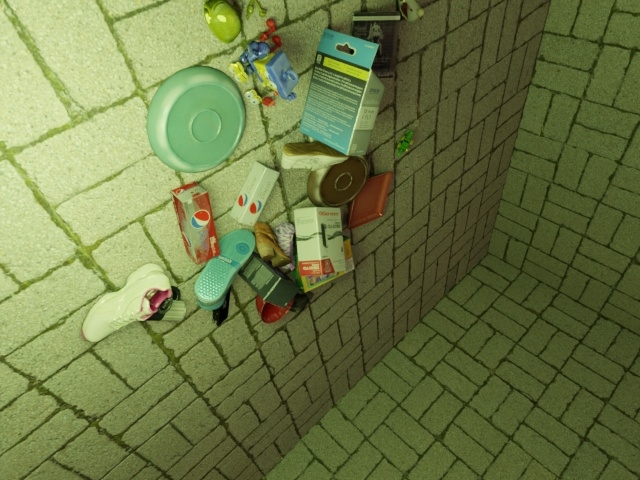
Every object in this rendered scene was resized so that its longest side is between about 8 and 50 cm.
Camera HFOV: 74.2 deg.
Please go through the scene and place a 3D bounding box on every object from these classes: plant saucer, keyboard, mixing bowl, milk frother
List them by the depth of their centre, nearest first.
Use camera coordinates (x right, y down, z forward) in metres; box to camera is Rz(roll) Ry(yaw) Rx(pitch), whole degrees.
[{"bbox_3d":[-0.341,-0.336,1.228,0.318,0.044,0.317,-32,140,-31],"label":"plant saucer"},{"bbox_3d":[-0.507,0.225,1.416,0.135,0.143,0.129,17,98,-53],"label":"milk frother"},{"bbox_3d":[-0.400,0.253,1.681,0.100,0.038,0.191,-46,152,-57],"label":"keyboard"},{"bbox_3d":[0.086,-0.253,1.759,0.311,0.050,0.310,-23,139,-22],"label":"plant saucer"},{"bbox_3d":[-0.215,0.260,1.841,0.181,0.098,0.181,-31,139,-32],"label":"mixing bowl"},{"bbox_3d":[0.225,-0.200,2.026,0.259,0.048,0.258,-23,136,-38],"label":"plant saucer"}]

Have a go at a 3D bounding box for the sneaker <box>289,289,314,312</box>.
[{"bbox_3d":[-0.122,0.273,1.975,0.130,0.087,0.227,-60,152,-4],"label":"sneaker"}]

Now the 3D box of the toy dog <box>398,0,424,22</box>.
[{"bbox_3d":[0.302,-0.879,1.433,0.334,0.161,0.220,-4,122,-49],"label":"toy dog"}]

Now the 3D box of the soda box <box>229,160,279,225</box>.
[{"bbox_3d":[-0.232,-0.163,1.484,0.074,0.069,0.216,13,108,-53],"label":"soda box"}]

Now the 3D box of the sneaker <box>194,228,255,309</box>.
[{"bbox_3d":[-0.357,0.113,1.547,0.319,0.127,0.208,-58,180,-33],"label":"sneaker"}]

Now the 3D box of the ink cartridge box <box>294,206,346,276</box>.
[{"bbox_3d":[0.000,0.000,1.734,0.197,0.114,0.272,-5,89,-57],"label":"ink cartridge box"}]

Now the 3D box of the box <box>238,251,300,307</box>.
[{"bbox_3d":[-0.207,0.153,1.659,0.108,0.207,0.153,-53,146,0],"label":"box"}]

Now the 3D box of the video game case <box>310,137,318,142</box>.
[{"bbox_3d":[-0.003,-0.366,1.638,0.087,0.011,0.122,-32,140,-31],"label":"video game case"}]

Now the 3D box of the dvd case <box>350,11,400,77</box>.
[{"bbox_3d":[0.189,-0.690,1.505,0.165,0.018,0.221,-3,132,-4],"label":"dvd case"}]

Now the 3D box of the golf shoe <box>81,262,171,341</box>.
[{"bbox_3d":[-0.593,0.209,1.304,0.306,0.140,0.115,-46,147,-10],"label":"golf shoe"}]

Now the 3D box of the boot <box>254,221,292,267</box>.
[{"bbox_3d":[-0.183,0.016,1.634,0.073,0.152,0.197,-26,154,13],"label":"boot"}]

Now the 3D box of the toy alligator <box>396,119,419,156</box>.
[{"bbox_3d":[0.412,-0.484,2.010,0.189,0.056,0.051,-62,-173,8],"label":"toy alligator"}]

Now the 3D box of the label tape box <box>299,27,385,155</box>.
[{"bbox_3d":[0.080,-0.492,1.417,0.115,0.249,0.347,-12,128,-45],"label":"label tape box"}]

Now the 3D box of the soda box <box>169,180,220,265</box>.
[{"bbox_3d":[-0.399,-0.052,1.363,0.092,0.083,0.263,-30,140,-31],"label":"soda box"}]

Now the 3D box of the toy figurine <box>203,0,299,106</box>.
[{"bbox_3d":[-0.132,-0.514,1.171,0.191,0.217,0.362,-47,146,-11],"label":"toy figurine"}]

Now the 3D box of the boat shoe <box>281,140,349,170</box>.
[{"bbox_3d":[-0.023,-0.309,1.586,0.277,0.098,0.096,-5,140,-29],"label":"boat shoe"}]

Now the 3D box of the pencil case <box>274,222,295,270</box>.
[{"bbox_3d":[-0.141,0.023,1.736,0.086,0.088,0.206,-44,148,-40],"label":"pencil case"}]

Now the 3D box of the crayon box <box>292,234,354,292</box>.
[{"bbox_3d":[0.011,0.100,1.913,0.279,0.081,0.165,-23,118,-23],"label":"crayon box"}]

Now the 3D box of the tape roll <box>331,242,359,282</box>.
[{"bbox_3d":[0.091,0.101,2.100,0.219,0.072,0.219,-31,140,-32],"label":"tape roll"}]
